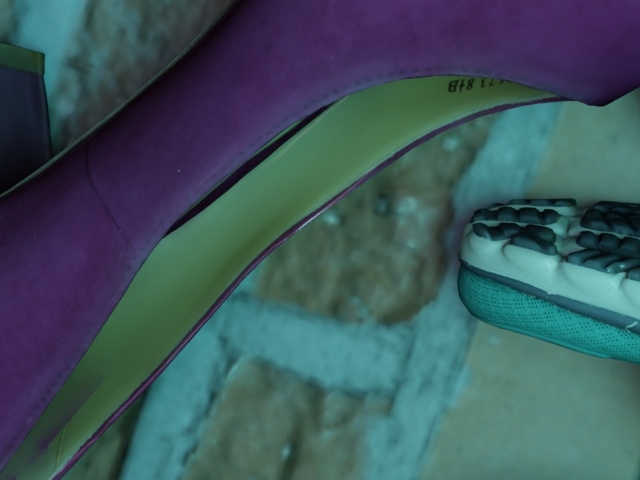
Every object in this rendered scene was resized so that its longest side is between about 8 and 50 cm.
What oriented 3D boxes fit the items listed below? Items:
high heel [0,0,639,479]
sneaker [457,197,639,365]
[{"bbox_3d":[0.000,0.000,0.573,0.377,0.127,0.181,-13,81,30],"label":"high heel"},{"bbox_3d":[0.159,0.071,0.569,0.275,0.107,0.110,28,109,10],"label":"sneaker"}]
